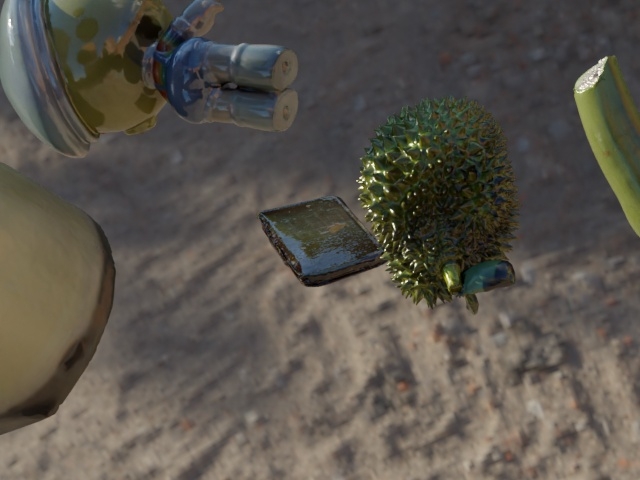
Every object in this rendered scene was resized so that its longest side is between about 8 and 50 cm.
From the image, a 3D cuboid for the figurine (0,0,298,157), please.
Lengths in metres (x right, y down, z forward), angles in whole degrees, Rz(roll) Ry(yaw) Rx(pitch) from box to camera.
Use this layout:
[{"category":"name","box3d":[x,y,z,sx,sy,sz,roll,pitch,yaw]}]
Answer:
[{"category":"figurine","box3d":[-0.213,-0.211,1.701,0.382,0.224,0.205,-2,24,32]}]

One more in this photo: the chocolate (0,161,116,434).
[{"category":"chocolate","box3d":[-0.449,0.041,1.755,0.326,0.297,0.314,-23,49,36]}]

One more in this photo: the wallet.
[{"category":"wallet","box3d":[0.000,0.000,1.898,0.122,0.031,0.232,-16,25,-10]}]

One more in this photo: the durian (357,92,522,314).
[{"category":"durian","box3d":[0.108,-0.033,1.343,0.146,0.198,0.159,-1,1,13]}]

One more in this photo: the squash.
[{"category":"squash","box3d":[0.381,-0.100,1.797,0.083,0.250,0.083,-28,2,1]}]
